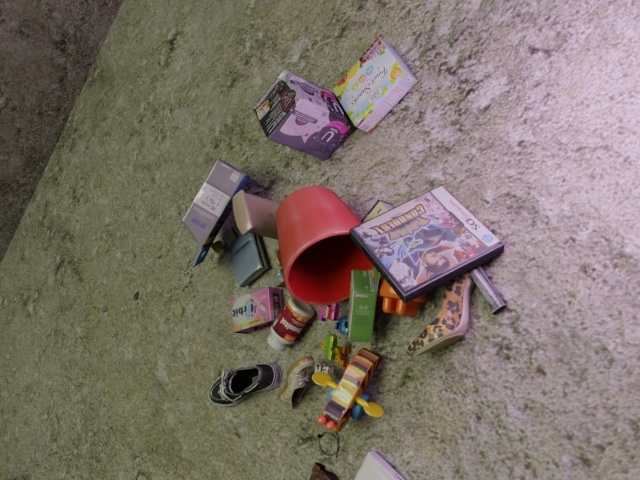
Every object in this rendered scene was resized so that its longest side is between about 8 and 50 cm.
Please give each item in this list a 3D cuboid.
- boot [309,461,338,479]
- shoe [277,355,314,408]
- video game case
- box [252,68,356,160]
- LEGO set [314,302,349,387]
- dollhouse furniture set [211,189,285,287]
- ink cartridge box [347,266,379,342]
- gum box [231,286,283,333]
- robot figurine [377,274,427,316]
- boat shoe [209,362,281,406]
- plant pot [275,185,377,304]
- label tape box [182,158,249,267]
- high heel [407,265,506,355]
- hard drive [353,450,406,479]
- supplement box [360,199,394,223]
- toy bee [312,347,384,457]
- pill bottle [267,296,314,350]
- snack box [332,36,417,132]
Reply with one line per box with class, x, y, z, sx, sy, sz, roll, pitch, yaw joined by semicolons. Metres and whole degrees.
boot;-0.002;0.670;1.717;0.106;0.037;0.114;22;92;57
shoe;-0.059;0.398;1.794;0.058;0.077;0.219;54;140;27
video game case;0.247;0.000;1.521;0.275;0.035;0.248;-25;49;-14
box;-0.039;-0.359;1.863;0.163;0.247;0.142;-44;55;27
LEGO set;0.026;0.278;1.760;0.093;0.087;0.227;8;92;47
dollhouse furniture set;-0.237;0.041;1.986;0.303;0.198;0.286;-38;56;32
ink cartridge box;0.107;0.144;1.637;0.109;0.062;0.209;-89;2;-62
gum box;-0.193;0.218;1.993;0.188;0.062;0.107;-22;65;38
robot figurine;0.211;0.077;1.600;0.158;0.128;0.219;159;122;-81
boat shoe;-0.260;0.445;1.971;0.306;0.105;0.113;-21;66;39
plant pot;0.000;0.000;1.745;0.275;0.275;0.243;-49;42;24
label tape box;-0.359;-0.090;2.076;0.333;0.106;0.240;-60;3;0
high heel;0.285;0.146;1.527;0.261;0.093;0.186;-35;63;13
hard drive;0.126;0.719;1.580;0.210;0.040;0.318;35;104;43
supplement box;0.169;-0.049;1.721;0.083;0.056;0.083;-52;50;22
toy bee;0.064;0.422;1.624;0.195;0.162;0.298;3;86;21
pill bottle;-0.090;0.247;1.874;0.152;0.086;0.086;-57;48;18
snack box;0.151;-0.441;1.827;0.207;0.070;0.174;-45;52;27
